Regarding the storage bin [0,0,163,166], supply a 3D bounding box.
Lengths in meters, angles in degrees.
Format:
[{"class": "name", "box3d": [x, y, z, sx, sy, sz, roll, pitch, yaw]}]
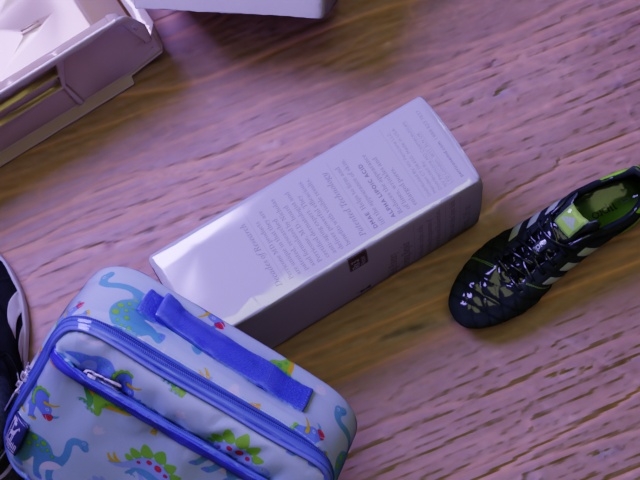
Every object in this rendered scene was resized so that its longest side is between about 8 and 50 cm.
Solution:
[{"class": "storage bin", "box3d": [-0.300, -0.192, 1.154, 0.260, 0.123, 0.262, -33, 75, -5]}]

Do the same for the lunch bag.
[{"class": "lunch bag", "box3d": [-0.097, 0.127, 1.007, 0.219, 0.176, 0.090, 32, 39, -5]}]

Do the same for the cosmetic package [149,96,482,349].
[{"class": "cosmetic package", "box3d": [0.000, 0.000, 1.086, 0.231, 0.117, 0.085, -33, 74, -4]}]

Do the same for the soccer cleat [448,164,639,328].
[{"class": "soccer cleat", "box3d": [0.169, 0.000, 1.096, 0.179, 0.072, 0.060, -35, 75, -6]}]

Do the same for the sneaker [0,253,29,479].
[{"class": "sneaker", "box3d": [-0.257, 0.072, 1.079, 0.079, 0.121, 0.216, -18, 74, -2]}]

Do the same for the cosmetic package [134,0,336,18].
[{"class": "cosmetic package", "box3d": [-0.057, -0.322, 1.099, 0.153, 0.129, 0.296, 2, 108, 6]}]
